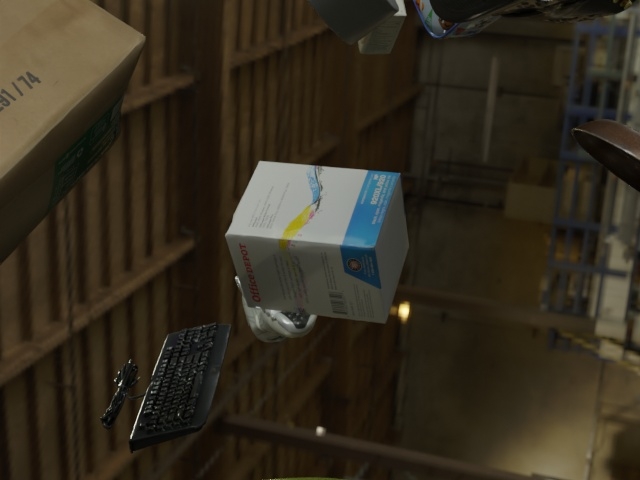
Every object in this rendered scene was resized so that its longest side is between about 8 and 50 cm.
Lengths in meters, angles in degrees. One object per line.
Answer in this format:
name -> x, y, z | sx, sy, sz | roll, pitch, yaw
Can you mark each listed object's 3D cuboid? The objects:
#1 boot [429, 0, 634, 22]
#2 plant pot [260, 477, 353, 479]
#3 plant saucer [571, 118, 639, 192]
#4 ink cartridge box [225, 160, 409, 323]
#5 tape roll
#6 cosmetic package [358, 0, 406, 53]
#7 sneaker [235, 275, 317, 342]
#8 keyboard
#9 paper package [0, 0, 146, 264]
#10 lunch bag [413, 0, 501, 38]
boot -> 0.364, -0.372, 1.496 | 0.284, 0.377, 0.138 | -12, -92, -53
plant pot -> 0.034, 0.383, 1.280 | 0.293, 0.274, 0.275 | -1, -81, -58
plant saucer -> 0.322, -0.070, 1.100 | 0.029, 0.168, 0.168 | -55, -18, 4
ink cartridge box -> 0.000, 0.000, 1.729 | 0.171, 0.232, 0.168 | 79, -156, -45
tape roll -> 0.002, -0.338, 1.321 | 0.219, 0.072, 0.219 | 51, -166, -18
cosmetic package -> 0.107, -0.379, 1.994 | 0.115, 0.060, 0.041 | 116, 148, -60
sneaker -> -0.078, 0.141, 2.112 | 0.292, 0.110, 0.118 | -148, 56, -68
keyboard -> -0.247, 0.222, 1.736 | 0.317, 0.201, 0.033 | -83, -29, -67
paper package -> -0.387, -0.137, 1.111 | 0.325, 0.309, 0.168 | -56, -2, -39
lunch bag -> 0.286, -0.537, 2.115 | 0.115, 0.303, 0.243 | -10, -106, -38
